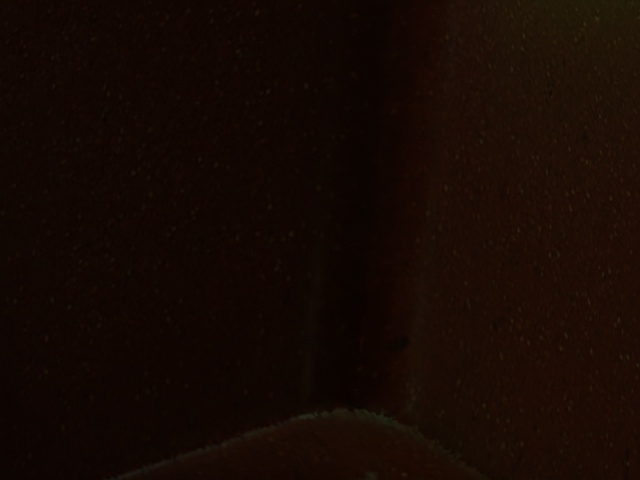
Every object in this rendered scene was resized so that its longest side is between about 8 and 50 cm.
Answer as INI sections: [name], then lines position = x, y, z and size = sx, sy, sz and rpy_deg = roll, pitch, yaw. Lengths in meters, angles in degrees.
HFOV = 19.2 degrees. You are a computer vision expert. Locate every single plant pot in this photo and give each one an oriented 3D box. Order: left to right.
[plant pot]
position = 0.000, 0.000, 0.511
size = 0.267, 0.235, 0.267
rpy_deg = -22, -41, 33
